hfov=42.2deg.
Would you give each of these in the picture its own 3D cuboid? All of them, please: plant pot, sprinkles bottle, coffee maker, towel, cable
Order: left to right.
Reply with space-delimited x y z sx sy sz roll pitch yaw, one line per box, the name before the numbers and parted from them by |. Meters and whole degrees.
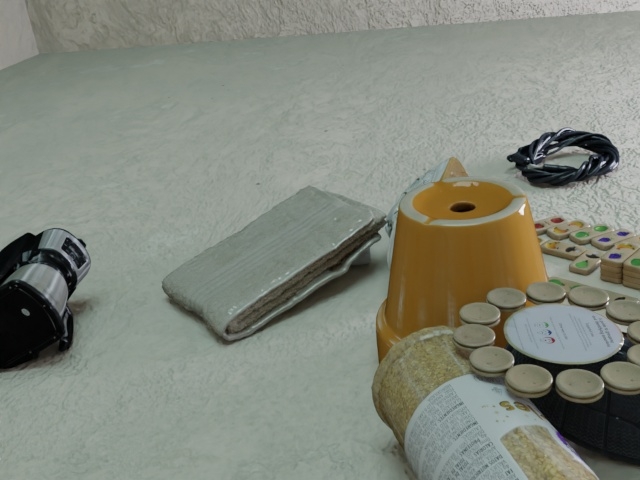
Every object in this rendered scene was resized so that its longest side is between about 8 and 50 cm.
coffee maker | -0.395 0.072 1.067 0.171 0.120 0.178 -8 24 2
towel | -0.060 0.022 1.117 0.282 0.049 0.187 -33 31 -23
plant pot | 0.153 0.042 0.874 0.205 0.188 0.205 -7 25 3
sprinkles bottle | 0.147 0.194 0.626 0.121 0.121 0.355 -13 25 -11
cable | 0.409 -0.140 1.356 0.184 0.047 0.150 -17 26 -19

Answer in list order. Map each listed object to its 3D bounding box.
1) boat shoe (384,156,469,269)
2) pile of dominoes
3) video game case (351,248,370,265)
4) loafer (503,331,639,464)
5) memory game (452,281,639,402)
boat shoe | 0.136 -0.017 1.139 0.096 0.098 0.277 -21 18 33
pile of dominoes | 0.341 0.009 1.065 0.251 0.040 0.196 17 35 42
video game case | 0.000 0.000 1.218 0.143 0.019 0.157 -7 25 5
loafer | 0.316 0.143 0.736 0.302 0.109 0.095 12 12 27
memory game | 0.206 0.082 0.710 0.186 0.012 0.186 -3 24 1
